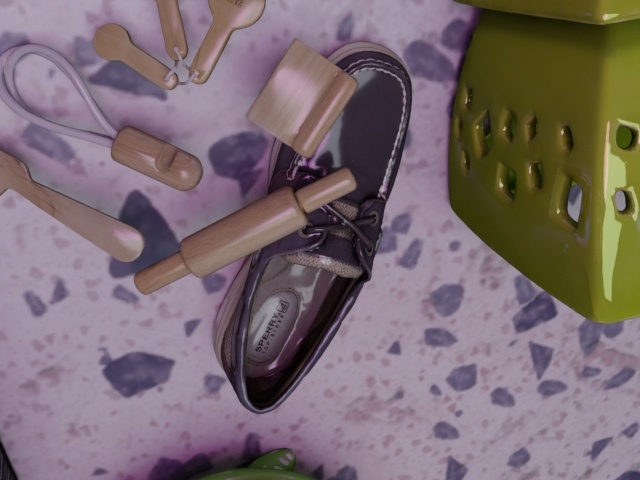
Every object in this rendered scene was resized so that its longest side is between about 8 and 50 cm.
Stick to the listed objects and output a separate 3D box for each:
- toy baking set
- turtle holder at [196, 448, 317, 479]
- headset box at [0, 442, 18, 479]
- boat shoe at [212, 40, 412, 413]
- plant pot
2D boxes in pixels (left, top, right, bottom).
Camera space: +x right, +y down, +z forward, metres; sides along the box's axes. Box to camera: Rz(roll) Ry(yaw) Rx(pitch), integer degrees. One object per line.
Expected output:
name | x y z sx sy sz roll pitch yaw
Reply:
toy baking set | -0.104 -0.067 0.520 0.256 0.030 0.197 -31 97 7
turtle holder | -0.083 0.314 0.599 0.320 0.227 0.243 5 100 -26
headset box | -0.276 0.208 0.530 0.110 0.218 0.293 -15 118 -10
boat shoe | 0.000 0.000 0.584 0.103 0.092 0.285 18 109 -24
plant pot | 0.220 -0.104 0.531 0.228 0.227 0.207 -13 112 -10
